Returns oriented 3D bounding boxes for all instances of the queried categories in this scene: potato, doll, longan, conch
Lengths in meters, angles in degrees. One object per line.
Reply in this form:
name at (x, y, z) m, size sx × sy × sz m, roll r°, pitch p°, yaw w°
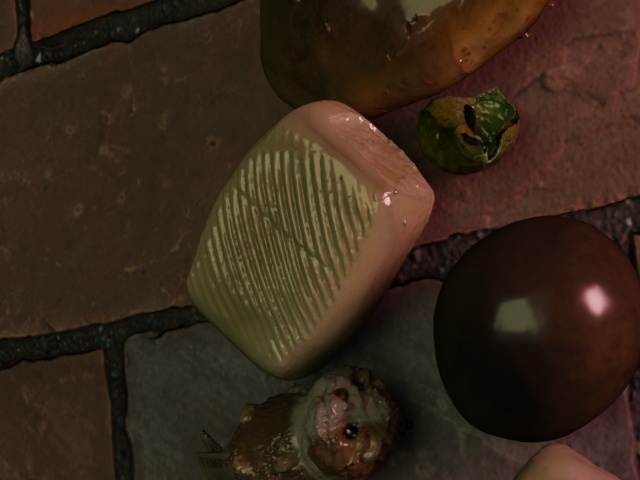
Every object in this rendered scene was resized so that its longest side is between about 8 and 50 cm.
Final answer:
potato at (0.071, -0.215, 1.153) m, size 0.296 × 0.141 × 0.191 m, roll -15°, pitch 76°, yaw 27°
doll at (-0.023, 0.189, 1.161) m, size 0.221 × 0.115 × 0.105 m, roll -27°, pitch 45°, yaw 27°
longan at (0.174, 0.072, 1.039) m, size 0.167 × 0.167 × 0.187 m, roll 33°, pitch 121°, yaw 31°
conch at (0.133, -0.098, 1.134) m, size 0.089 × 0.074 × 0.121 m, roll -48°, pitch 22°, yaw 0°

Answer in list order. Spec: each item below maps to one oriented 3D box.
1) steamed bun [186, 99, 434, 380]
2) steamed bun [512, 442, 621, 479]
steamed bun at (0.000, 0.000, 1.165) m, size 0.170 × 0.153 × 0.238 m, roll 42°, pitch 120°, yaw 21°
steamed bun at (0.218, 0.315, 0.900) m, size 0.206 × 0.275 × 0.320 m, roll 17°, pitch 132°, yaw 38°
